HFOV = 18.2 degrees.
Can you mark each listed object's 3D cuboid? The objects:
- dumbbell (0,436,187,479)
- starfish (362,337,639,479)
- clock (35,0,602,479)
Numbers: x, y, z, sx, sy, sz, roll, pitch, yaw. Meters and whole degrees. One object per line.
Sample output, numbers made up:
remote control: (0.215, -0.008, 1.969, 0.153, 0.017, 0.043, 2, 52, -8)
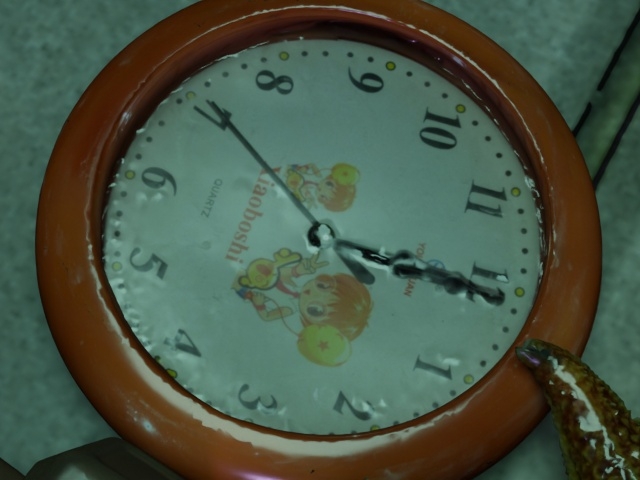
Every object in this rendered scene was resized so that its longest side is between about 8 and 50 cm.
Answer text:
dumbbell: (-0.149, 0.066, 0.675, 0.231, 0.092, 0.082, 32, 99, 12)
starfish: (0.116, 0.140, 0.660, 0.240, 0.043, 0.227, -36, 89, -23)
clock: (0.000, 0.000, 0.722, 0.205, 0.051, 0.205, 1, 69, -3)
